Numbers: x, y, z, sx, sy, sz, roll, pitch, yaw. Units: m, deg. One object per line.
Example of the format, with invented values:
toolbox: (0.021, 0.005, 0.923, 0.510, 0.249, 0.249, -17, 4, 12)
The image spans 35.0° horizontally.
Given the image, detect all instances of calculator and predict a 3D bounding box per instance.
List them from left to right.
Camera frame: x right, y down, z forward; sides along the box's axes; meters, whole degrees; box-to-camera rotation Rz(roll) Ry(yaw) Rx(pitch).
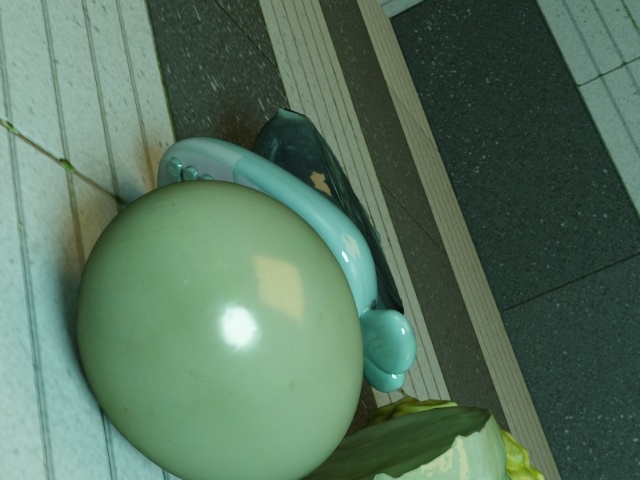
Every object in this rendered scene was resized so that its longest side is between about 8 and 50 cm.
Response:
calculator: (-0.033, 0.021, 0.818, 0.295, 0.042, 0.184, 35, -41, 31)

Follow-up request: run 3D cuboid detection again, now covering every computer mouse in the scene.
computer mouse: (-0.003, 0.000, 1.134, 0.374, 0.114, 0.203, 55, 14, -56)

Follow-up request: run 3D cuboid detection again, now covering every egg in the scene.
egg: (-0.064, 0.070, 0.692, 0.186, 0.186, 0.242, -95, 169, -50)

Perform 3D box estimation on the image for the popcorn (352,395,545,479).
popcorn: (0.106, 0.265, 0.962, 0.181, 0.216, 0.235, -38, 111, -47)

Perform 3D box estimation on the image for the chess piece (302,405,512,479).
chess piece: (0.095, 0.364, 0.743, 0.234, 0.234, 0.442, -14, 84, -74)
